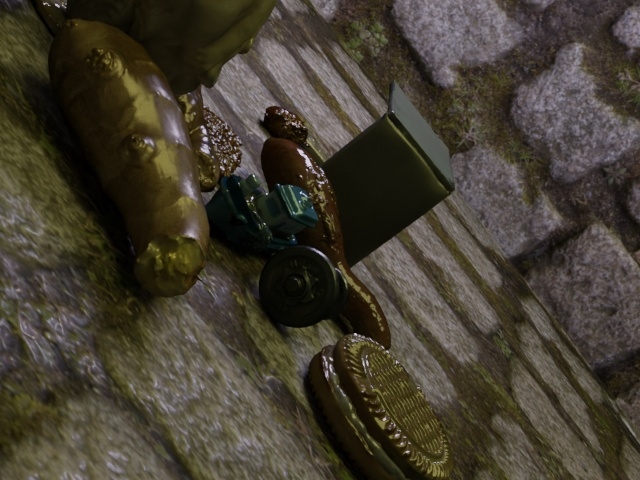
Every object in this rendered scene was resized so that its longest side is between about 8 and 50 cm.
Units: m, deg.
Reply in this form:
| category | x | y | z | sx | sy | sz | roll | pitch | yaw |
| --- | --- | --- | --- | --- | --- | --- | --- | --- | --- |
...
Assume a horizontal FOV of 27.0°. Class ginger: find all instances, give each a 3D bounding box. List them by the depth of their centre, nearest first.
| category | x | y | z | sx | sy | sz | roll | pitch | yaw |
| --- | --- | --- | --- | --- | --- | --- | --- | --- | --- |
| ginger | -0.223 | -0.083 | 1.576 | 0.236 | 0.166 | 0.376 | 116 | -34 | -66 |
| ginger | -0.197 | -0.197 | 1.905 | 0.148 | 0.081 | 0.334 | 43 | 21 | -27 |

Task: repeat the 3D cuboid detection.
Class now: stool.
| category | x | y | z | sx | sy | sz | roll | pitch | yaw |
| --- | --- | --- | --- | --- | --- | --- | --- | --- | --- |
| stool | 0.077 | -0.110 | 2.248 | 0.170 | 0.243 | 0.270 | 50 | 15 | -12 |

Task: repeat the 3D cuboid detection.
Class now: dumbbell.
| category | x | y | z | sx | sy | sz | roll | pitch | yaw |
| --- | --- | --- | --- | --- | --- | --- | --- | --- | --- |
| dumbbell | -0.009 | 0.068 | 1.855 | 0.110 | 0.110 | 0.254 | 56 | 8 | 11 |

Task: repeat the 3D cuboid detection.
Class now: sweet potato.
| category | x | y | z | sx | sy | sz | roll | pitch | yaw |
| --- | --- | --- | --- | --- | --- | --- | --- | --- | --- |
| sweet potato | 0.000 | 0.000 | 2.040 | 0.385 | 0.109 | 0.109 | 64 | 17 | 17 |

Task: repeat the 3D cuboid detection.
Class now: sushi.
| category | x | y | z | sx | sy | sz | roll | pitch | yaw |
| --- | --- | --- | --- | --- | --- | --- | --- | --- | --- |
| sushi | -0.062 | -0.203 | 2.424 | 0.118 | 0.061 | 0.060 | 18 | 41 | -32 |

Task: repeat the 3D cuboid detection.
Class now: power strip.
| category | x | y | z | sx | sy | sz | roll | pitch | yaw |
| --- | --- | --- | --- | --- | --- | --- | --- | --- | --- |
| power strip | -0.010 | -0.159 | 2.516 | 0.123 | 0.032 | 0.056 | 50 | 13 | -9 |

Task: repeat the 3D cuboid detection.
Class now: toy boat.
| category | x | y | z | sx | sy | sz | roll | pitch | yaw |
| --- | --- | --- | --- | --- | --- | --- | --- | --- | --- |
| toy boat | -0.080 | -0.043 | 1.857 | 0.238 | 0.098 | 0.109 | 22 | 42 | -66 |

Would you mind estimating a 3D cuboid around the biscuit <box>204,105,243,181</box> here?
| category | x | y | z | sx | sy | sz | roll | pitch | yaw |
| --- | --- | --- | --- | --- | --- | --- | --- | --- | --- |
| biscuit | -0.166 | -0.159 | 2.037 | 0.126 | 0.025 | 0.206 | 48 | 15 | -17 |

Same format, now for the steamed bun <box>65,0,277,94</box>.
| category | x | y | z | sx | sy | sz | roll | pitch | yaw |
| --- | --- | --- | --- | --- | --- | --- | --- | --- | --- |
| steamed bun | -0.177 | -0.314 | 1.757 | 0.203 | 0.289 | 0.276 | 22 | 41 | -38 |

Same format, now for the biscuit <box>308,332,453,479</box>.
| category | x | y | z | sx | sy | sz | roll | pitch | yaw |
| --- | --- | --- | --- | --- | --- | --- | --- | --- | --- |
| biscuit | 0.082 | 0.233 | 1.774 | 0.259 | 0.079 | 0.259 | 48 | 15 | -17 |

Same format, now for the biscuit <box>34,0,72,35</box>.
| category | x | y | z | sx | sy | sz | roll | pitch | yaw |
| --- | --- | --- | --- | --- | --- | --- | --- | --- | --- |
| biscuit | -0.339 | -0.295 | 1.827 | 0.152 | 0.020 | 0.152 | 49 | 14 | -17 |
